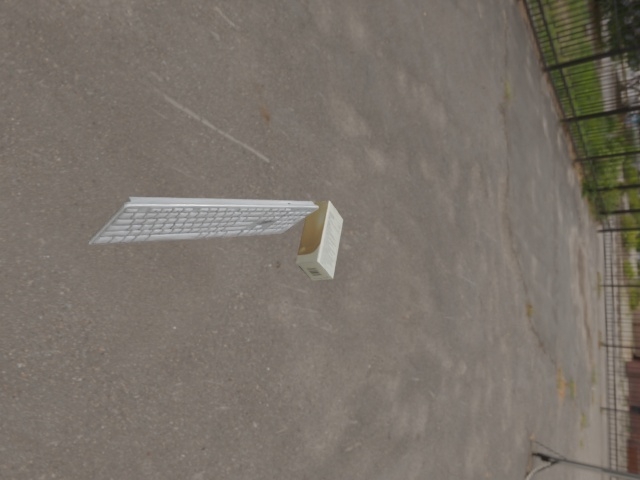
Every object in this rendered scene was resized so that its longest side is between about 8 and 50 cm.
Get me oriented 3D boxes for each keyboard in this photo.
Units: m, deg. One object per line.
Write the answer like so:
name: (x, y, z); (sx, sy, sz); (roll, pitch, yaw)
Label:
keyboard: (-0.103, -0.020, 0.490); (0.256, 0.072, 0.014); (-5, 62, -53)

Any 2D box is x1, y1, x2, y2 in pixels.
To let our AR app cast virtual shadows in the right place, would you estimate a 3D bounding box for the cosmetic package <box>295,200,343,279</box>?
cosmetic package: (0.000, 0.000, 0.751); (0.060, 0.041, 0.115); (52, 41, -46)
